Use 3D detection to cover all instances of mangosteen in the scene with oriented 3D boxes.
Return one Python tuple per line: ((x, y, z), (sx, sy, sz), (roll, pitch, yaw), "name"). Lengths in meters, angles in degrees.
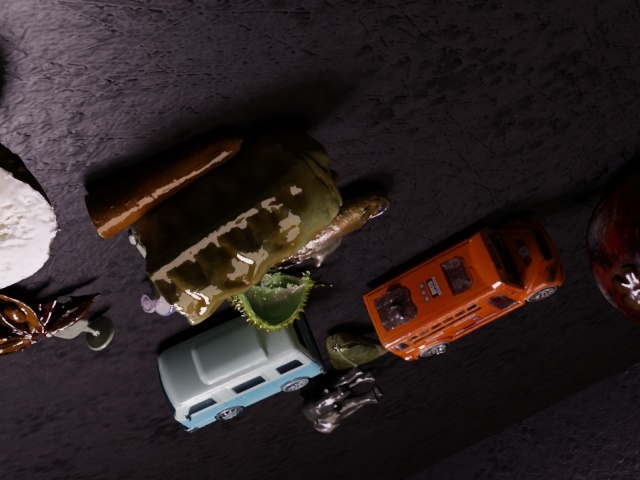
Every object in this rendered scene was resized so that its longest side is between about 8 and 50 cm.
((0.627, -0.005, 2.081), (0.359, 0.306, 0.306), (-35, 169, -38), "mangosteen")

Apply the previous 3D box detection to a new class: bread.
((-0.096, -0.029, 1.516), (0.267, 0.152, 0.130), (-36, -171, 1), "bread")

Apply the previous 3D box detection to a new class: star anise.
((-0.429, 0.116, 1.691), (0.212, 0.054, 0.157), (-29, 157, 20), "star anise")

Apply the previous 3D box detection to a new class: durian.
((-0.075, 0.089, 1.924), (0.215, 0.086, 0.100), (3, 132, -47), "durian")

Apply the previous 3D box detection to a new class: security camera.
((-0.358, 0.125, 1.794), (0.058, 0.058, 0.092), (-32, 143, 22), "security camera")

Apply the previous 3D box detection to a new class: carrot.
((-0.187, -0.077, 1.483), (0.209, 0.061, 0.061), (-28, 157, 5), "carrot")

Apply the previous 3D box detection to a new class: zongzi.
((0.076, 0.191, 2.282), (0.130, 0.062, 0.154), (-11, 156, 2), "zongzi")

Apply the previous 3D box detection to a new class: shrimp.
((-0.004, 0.005, 1.813), (0.262, 0.066, 0.117), (-30, 157, 26), "shrimp")

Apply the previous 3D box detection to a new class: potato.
((-0.425, -0.051, 1.254), (0.299, 0.116, 0.239), (0, 144, -21), "potato")

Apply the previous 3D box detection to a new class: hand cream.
((-0.206, 0.078, 1.819), (0.142, 0.053, 0.084), (-15, 158, -42), "hand cream")

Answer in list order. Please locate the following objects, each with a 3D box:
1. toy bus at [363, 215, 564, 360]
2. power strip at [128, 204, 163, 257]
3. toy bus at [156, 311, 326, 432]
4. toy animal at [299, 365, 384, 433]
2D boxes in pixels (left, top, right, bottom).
((0.248, 0.077, 2.096), (0.329, 0.143, 0.153), (-29, 156, 19), "toy bus")
((-0.127, -0.036, 1.636), (0.270, 0.046, 0.118), (-22, 157, -2), "power strip")
((-0.147, 0.208, 2.040), (0.271, 0.133, 0.165), (-25, 157, 6), "toy bus")
((0.044, 0.329, 2.500), (0.146, 0.115, 0.245), (-26, 157, 8), "toy animal")
